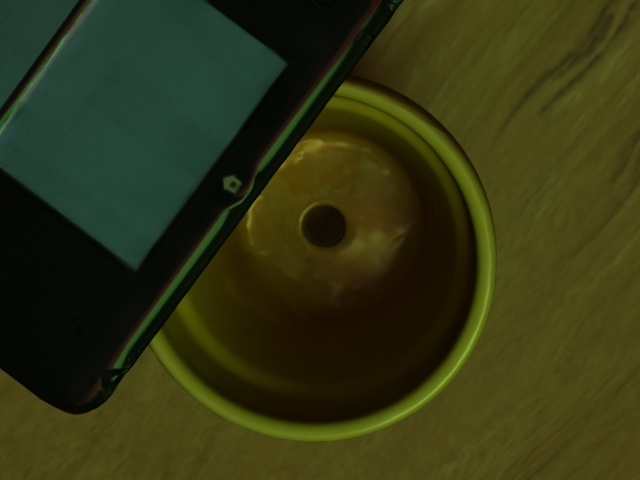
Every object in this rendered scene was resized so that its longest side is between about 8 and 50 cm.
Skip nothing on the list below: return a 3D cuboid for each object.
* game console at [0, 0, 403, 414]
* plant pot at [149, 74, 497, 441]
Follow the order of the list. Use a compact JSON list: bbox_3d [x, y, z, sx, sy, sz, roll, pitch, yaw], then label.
[{"bbox_3d":[-0.178,-0.130,1.139,0.342,0.060,0.386,38,97,6],"label":"game console"},{"bbox_3d":[0.000,0.000,1.278,0.254,0.239,0.254,0,96,4],"label":"plant pot"}]
